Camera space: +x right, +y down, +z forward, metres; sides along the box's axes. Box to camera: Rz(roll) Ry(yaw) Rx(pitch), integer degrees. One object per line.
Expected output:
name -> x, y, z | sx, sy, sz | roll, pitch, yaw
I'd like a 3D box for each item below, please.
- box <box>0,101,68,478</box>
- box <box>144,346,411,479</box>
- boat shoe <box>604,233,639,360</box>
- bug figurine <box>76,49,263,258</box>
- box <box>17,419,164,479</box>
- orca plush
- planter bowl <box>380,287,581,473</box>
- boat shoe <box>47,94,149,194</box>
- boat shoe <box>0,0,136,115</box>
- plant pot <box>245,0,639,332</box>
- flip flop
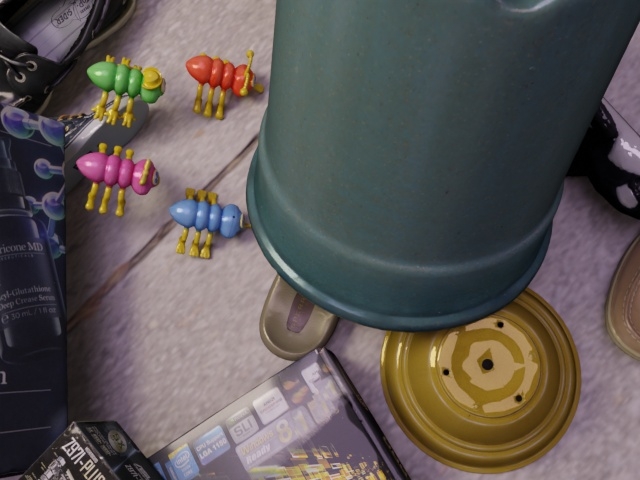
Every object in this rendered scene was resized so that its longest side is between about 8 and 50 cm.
box -> -0.442, 0.049, 0.574 | 0.211, 0.293, 0.396 | -18, 72, 32
box -> -0.073, 0.346, 0.571 | 0.394, 0.097, 0.318 | -32, 69, 0
boat shoe -> 0.409, -0.006, 0.590 | 0.109, 0.098, 0.302 | 41, 84, 16
bug figurine -> -0.176, -0.126, 0.700 | 0.216, 0.072, 0.279 | 7, 76, -19
box -> -0.205, 0.282, 0.524 | 0.180, 0.077, 0.147 | 41, 85, 19
orca plush -> 0.273, -0.123, 0.644 | 0.102, 0.151, 0.287 | -43, 74, 29
planter bowl -> 0.168, 0.130, 0.595 | 0.217, 0.090, 0.217 | -2, 75, 7
boat shoe -> -0.317, -0.144, 0.755 | 0.183, 0.065, 0.083 | -42, 73, -3
boat shoe -> -0.374, -0.256, 0.738 | 0.127, 0.113, 0.340 | 46, 73, -3
plant pot -> 0.096, -0.146, 0.504 | 0.340, 0.334, 0.341 | 2, 56, -2
flip flop -> 0.000, 0.000, 0.659 | 0.112, 0.080, 0.277 | 18, 76, 13
